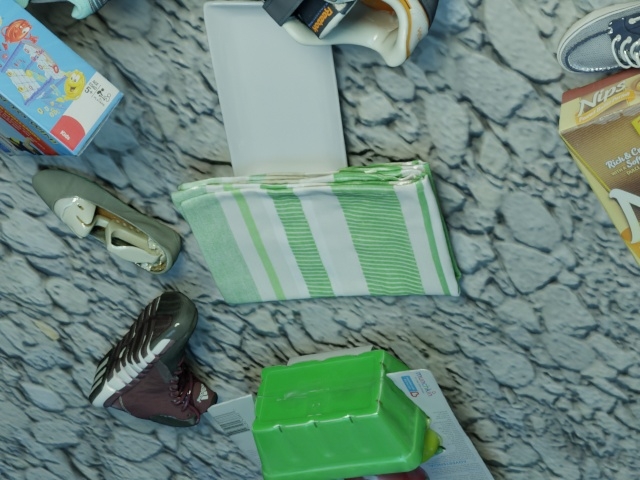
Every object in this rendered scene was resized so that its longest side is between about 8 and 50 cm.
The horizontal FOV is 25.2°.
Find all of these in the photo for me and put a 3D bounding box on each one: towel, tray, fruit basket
[{"bbox_3d":[0.000,0.000,1.799,0.325,0.038,0.248,-4,140,16],"label":"towel"},{"bbox_3d":[-0.047,-0.172,1.686,0.145,0.030,0.270,2,131,12],"label":"tray"},{"bbox_3d":[0.060,0.292,2.020,0.327,0.165,0.353,-11,143,22],"label":"fruit basket"}]

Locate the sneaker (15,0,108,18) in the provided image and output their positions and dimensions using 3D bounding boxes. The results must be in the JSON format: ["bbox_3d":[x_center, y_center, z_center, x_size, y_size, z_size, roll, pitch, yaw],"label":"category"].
[{"bbox_3d":[-0.320,-0.313,1.503,0.283,0.122,0.110,22,159,30],"label":"sneaker"}]

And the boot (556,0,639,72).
[{"bbox_3d":[0.338,-0.211,1.526,0.190,0.086,0.069,-22,123,28],"label":"boot"}]

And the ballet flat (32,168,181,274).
[{"bbox_3d":[-0.279,-0.023,1.844,0.213,0.068,0.072,28,131,-12],"label":"ballet flat"}]

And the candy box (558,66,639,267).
[{"bbox_3d":[0.424,-0.062,1.637,0.183,0.087,0.316,-20,124,27],"label":"candy box"}]

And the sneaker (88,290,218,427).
[{"bbox_3d":[-0.197,0.176,1.992,0.162,0.106,0.281,28,142,-19],"label":"sneaker"}]

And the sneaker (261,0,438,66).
[{"bbox_3d":[-0.022,-0.292,1.483,0.321,0.127,0.126,23,154,-13],"label":"sneaker"}]

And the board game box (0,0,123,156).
[{"bbox_3d":[-0.400,-0.219,1.573,0.308,0.086,0.302,41,165,-23],"label":"board game box"}]
